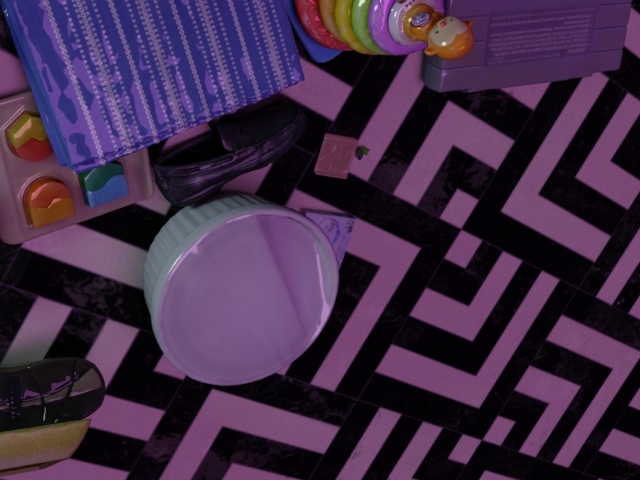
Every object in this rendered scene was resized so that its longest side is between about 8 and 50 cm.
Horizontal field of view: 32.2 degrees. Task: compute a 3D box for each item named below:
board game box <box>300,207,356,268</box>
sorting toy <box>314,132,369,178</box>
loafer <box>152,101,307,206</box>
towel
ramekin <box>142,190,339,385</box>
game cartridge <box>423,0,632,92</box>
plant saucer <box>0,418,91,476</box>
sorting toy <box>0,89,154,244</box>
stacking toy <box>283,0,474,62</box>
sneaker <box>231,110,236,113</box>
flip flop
[{"bbox_3d":[0.000,0.000,1.658,0.090,0.020,0.090,7,111,-34],"label":"board game box"},{"bbox_3d":[0.032,-0.122,1.617,0.083,0.012,0.062,7,106,-31],"label":"sorting toy"},{"bbox_3d":[-0.119,-0.126,1.477,0.223,0.076,0.078,-31,135,-10],"label":"loafer"},{"bbox_3d":[-0.199,-0.249,1.359,0.336,0.040,0.243,-24,109,-20],"label":"towel"},{"bbox_3d":[-0.120,0.056,1.540,0.273,0.127,0.272,-13,120,-24],"label":"ramekin"},{"bbox_3d":[0.316,-0.344,1.649,0.355,0.068,0.230,-10,124,-28],"label":"game cartridge"},{"bbox_3d":[-0.413,0.282,1.452,0.188,0.188,0.045,-4,76,-30],"label":"plant saucer"},{"bbox_3d":[-0.317,-0.104,1.390,0.208,0.038,0.193,-19,124,-22],"label":"sorting toy"},{"bbox_3d":[0.089,-0.286,1.376,0.175,0.302,0.165,-36,129,-9],"label":"stacking toy"},{"bbox_3d":[-0.131,-0.223,1.443,0.057,0.047,0.119,-9,112,-21],"label":"sneaker"},{"bbox_3d":[-0.424,0.200,1.454,0.277,0.080,0.112,-3,86,-21],"label":"flip flop"}]
